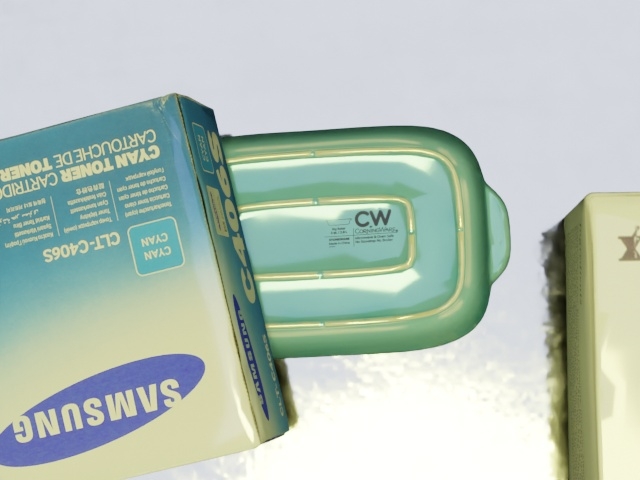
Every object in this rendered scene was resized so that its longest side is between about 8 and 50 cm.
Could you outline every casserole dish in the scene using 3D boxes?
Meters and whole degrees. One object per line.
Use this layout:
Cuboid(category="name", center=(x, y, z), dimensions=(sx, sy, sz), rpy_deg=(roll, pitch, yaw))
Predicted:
Cuboid(category="casserole dish", center=(0.000, 0.000, 0.837), dimensions=(0.188, 0.037, 0.114), rpy_deg=(-3, 86, 2))

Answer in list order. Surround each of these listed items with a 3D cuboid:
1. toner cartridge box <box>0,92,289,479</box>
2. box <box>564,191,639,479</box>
Cuboid(category="toner cartridge box", center=(-0.204, 0.054, 0.804), dimensions=(0.348, 0.075, 0.165), rpy_deg=(-15, 86, 9))
Cuboid(category="box", center=(0.207, 0.069, 0.780), dimensions=(0.181, 0.119, 0.181), rpy_deg=(-1, 86, 3))
